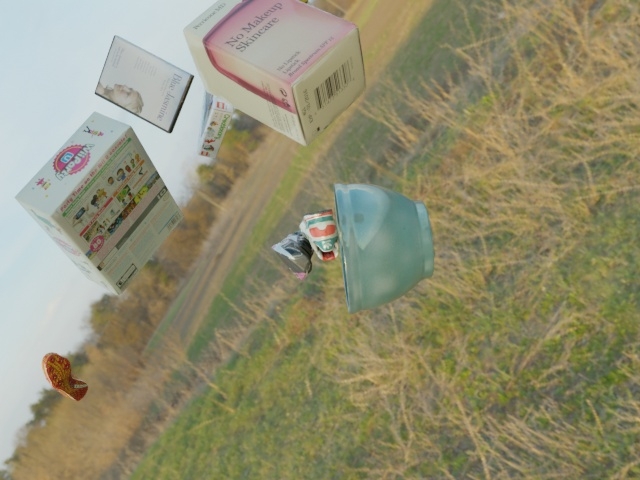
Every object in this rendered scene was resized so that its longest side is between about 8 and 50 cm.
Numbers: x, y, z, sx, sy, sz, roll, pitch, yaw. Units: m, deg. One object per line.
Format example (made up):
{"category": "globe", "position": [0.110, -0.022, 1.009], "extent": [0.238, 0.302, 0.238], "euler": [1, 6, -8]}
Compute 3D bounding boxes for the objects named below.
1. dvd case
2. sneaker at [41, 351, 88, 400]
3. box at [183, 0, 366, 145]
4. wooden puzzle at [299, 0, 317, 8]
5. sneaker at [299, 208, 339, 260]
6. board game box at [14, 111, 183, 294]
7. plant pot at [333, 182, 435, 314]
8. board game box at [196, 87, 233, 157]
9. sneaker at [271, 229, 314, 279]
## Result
{"category": "dvd case", "position": [-0.496, -0.436, 1.854], "extent": [0.180, 0.253, 0.022], "euler": [-63, -4, 18]}
{"category": "sneaker", "position": [-0.576, 0.301, 1.453], "extent": [0.175, 0.067, 0.064], "euler": [83, -150, -49]}
{"category": "box", "position": [-0.067, -0.273, 1.000], "extent": [0.148, 0.232, 0.127], "euler": [-46, -30, -20]}
{"category": "wooden puzzle", "position": [-0.118, -0.490, 1.295], "extent": [0.044, 0.238, 0.221], "euler": [-45, 4, 39]}
{"category": "sneaker", "position": [0.000, 0.000, 1.083], "extent": [0.161, 0.057, 0.075], "euler": [106, 153, -80]}
{"category": "board game box", "position": [-0.414, -0.063, 1.291], "extent": [0.224, 0.097, 0.303], "euler": [-56, -23, -23]}
{"category": "plant pot", "position": [0.142, 0.008, 1.464], "extent": [0.293, 0.196, 0.293], "euler": [-6, -90, -90]}
{"category": "board game box", "position": [-0.251, -0.383, 1.633], "extent": [0.193, 0.053, 0.305], "euler": [129, 146, -57]}
{"category": "sneaker", "position": [-0.040, 0.013, 1.199], "extent": [0.077, 0.072, 0.178], "euler": [-41, 17, -3]}
